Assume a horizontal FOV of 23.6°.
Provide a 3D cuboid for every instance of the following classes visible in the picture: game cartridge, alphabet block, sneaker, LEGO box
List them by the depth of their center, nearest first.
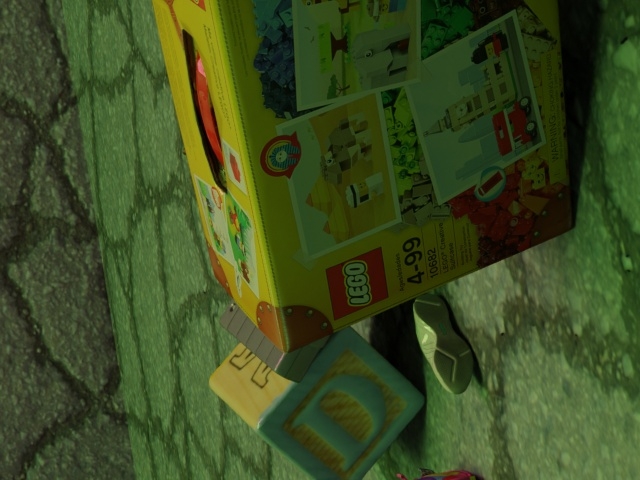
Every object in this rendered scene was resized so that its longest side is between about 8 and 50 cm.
[{"bbox_3d":[0.044,-0.192,1.579,0.193,0.372,0.500,43,150,52],"label":"LEGO box"},{"bbox_3d":[0.160,0.143,1.995,0.061,0.054,0.152,93,163,-48],"label":"sneaker"},{"bbox_3d":[0.000,0.000,2.074,0.355,0.068,0.230,-60,24,1],"label":"game cartridge"},{"bbox_3d":[-0.008,0.212,2.147,0.192,0.193,0.197,46,173,-28],"label":"alphabet block"}]

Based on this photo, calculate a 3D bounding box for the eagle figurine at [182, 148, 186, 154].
[{"bbox_3d":[-0.107,-0.272,2.375,0.226,0.225,0.298,14,80,25],"label":"eagle figurine"}]

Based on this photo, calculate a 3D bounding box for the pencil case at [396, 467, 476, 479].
[{"bbox_3d":[0.165,0.414,2.004,0.104,0.104,0.236,171,91,-68],"label":"pencil case"}]
